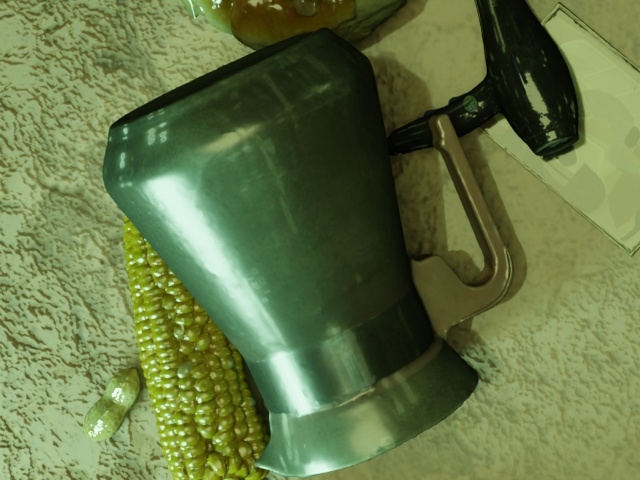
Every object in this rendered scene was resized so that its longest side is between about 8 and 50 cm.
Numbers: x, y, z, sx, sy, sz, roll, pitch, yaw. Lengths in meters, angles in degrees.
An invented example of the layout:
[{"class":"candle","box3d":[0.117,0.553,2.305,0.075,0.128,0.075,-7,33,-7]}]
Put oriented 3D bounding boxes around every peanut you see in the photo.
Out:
[{"class":"peanut","box3d":[-0.197,0.155,1.847,0.037,0.037,0.083,30,100,10]}]

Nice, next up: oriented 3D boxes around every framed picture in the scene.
[{"class":"framed picture","box3d":[0.249,-0.101,1.762,0.201,0.010,0.136,41,99,8]}]

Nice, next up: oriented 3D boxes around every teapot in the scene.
[{"class":"teapot","box3d":[0.000,0.000,1.697,0.300,0.253,0.344,-26,100,-11]}]

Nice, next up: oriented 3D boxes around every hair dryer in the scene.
[{"class":"hair dryer","box3d":[0.113,-0.138,1.761,0.219,0.075,0.196,-26,75,18]}]

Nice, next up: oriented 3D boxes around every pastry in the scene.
[{"class":"pastry","box3d":[-0.023,-0.287,1.758,0.257,0.121,0.236,-39,84,11]}]

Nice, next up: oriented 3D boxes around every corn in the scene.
[{"class":"corn","box3d":[-0.124,0.090,1.800,0.102,0.102,0.313,-17,85,12]}]
